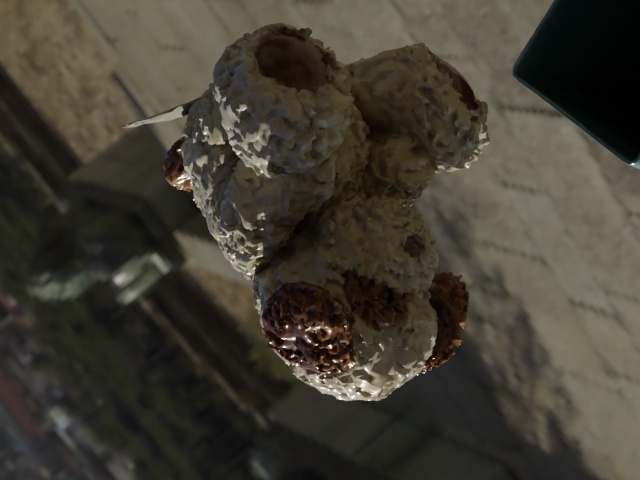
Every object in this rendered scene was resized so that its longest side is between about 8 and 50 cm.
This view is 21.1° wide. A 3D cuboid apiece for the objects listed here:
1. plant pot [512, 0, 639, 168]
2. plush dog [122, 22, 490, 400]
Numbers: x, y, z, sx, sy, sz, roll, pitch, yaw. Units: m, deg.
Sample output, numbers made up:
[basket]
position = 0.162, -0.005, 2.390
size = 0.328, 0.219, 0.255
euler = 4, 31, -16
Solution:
[plant pot]
position = 0.314, -0.131, 1.375
size = 0.234, 0.165, 0.166
euler = 20, -162, -41
[plush dog]
position = 0.000, 0.000, 1.147
size = 0.210, 0.262, 0.225
euler = -29, 75, 31
